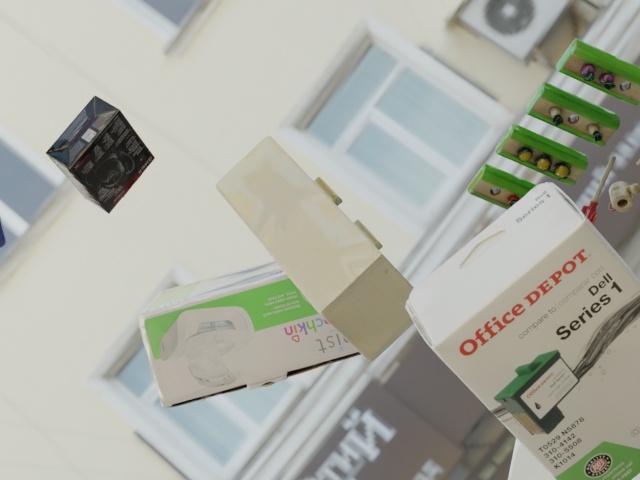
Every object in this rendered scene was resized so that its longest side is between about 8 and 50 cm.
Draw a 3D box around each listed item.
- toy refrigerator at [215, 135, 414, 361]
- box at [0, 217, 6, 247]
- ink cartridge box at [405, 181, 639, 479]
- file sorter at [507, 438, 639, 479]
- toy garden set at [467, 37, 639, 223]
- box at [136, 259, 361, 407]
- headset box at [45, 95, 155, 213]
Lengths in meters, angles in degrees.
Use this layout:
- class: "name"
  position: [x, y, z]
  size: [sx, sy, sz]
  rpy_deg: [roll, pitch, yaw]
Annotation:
- class: "toy refrigerator"
  position: [0.000, 0.000, 1.467]
  size: [0.094, 0.269, 0.102]
  rpy_deg: [-44, -50, 1]
- class: "box"
  position: [-0.536, -0.020, 1.833]
  size: [0.225, 0.136, 0.036]
  rpy_deg: [-14, -19, -16]
- class: "ink cartridge box"
  position: [0.200, 0.087, 1.134]
  size: [0.160, 0.219, 0.092]
  rpy_deg: [-42, 23, 7]
- class: "file sorter"
  position: [0.371, 0.243, 1.542]
  size: [0.278, 0.173, 0.193]
  rpy_deg: [-20, 44, 46]
- class: "toy garden set"
  position: [0.328, -0.099, 1.689]
  size: [0.244, 0.204, 0.049]
  rpy_deg: [-57, 19, 35]
- class: "box"
  position: [-0.078, 0.104, 1.762]
  size: [0.262, 0.126, 0.231]
  rpy_deg: [-15, 4, 3]
- class: "headset box"
  position: [-0.173, -0.066, 1.122]
  size: [0.062, 0.032, 0.083]
  rpy_deg: [-52, -29, -12]
